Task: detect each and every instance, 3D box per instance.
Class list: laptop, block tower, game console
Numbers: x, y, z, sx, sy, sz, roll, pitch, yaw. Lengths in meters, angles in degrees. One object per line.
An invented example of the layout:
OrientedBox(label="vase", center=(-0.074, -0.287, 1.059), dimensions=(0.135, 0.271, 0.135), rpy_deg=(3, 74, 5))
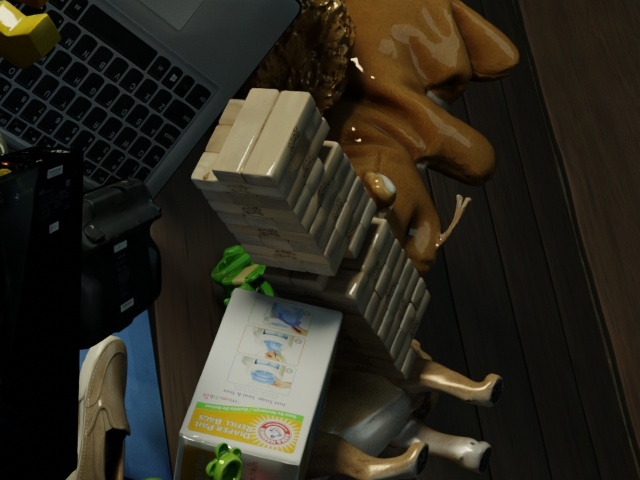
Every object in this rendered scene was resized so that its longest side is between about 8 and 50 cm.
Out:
OrientedBox(label="laptop", center=(-0.158, -0.058, 1.250), dimensions=(0.236, 0.408, 0.382), rpy_deg=(40, 3, 32))
OrientedBox(label="block tower", center=(0.000, 0.000, 1.430), dimensions=(0.097, 0.091, 0.335), rpy_deg=(-65, 146, -26))
OrientedBox(label="game console", center=(-0.166, 0.039, 1.076), dimensions=(0.361, 0.044, 0.213), rpy_deg=(-42, 136, -78))

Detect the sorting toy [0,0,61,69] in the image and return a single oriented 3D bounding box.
OrientedBox(label="sorting toy", center=(-0.273, -0.196, 0.965), dimensions=(0.041, 0.307, 0.229), rpy_deg=(-52, 164, -25))

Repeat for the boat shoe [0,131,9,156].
OrientedBox(label="boat shoe", center=(-0.267, 0.027, 0.922), dimensions=(0.113, 0.127, 0.340), rpy_deg=(100, 11, -47))

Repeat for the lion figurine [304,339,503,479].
OrientedBox(label="lion figurine", center=(0.021, 0.187, 1.543), dimensions=(0.392, 0.240, 0.142), rpy_deg=(-24, 123, -58))

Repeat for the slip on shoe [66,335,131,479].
OrientedBox(label="slip on shoe", center=(-0.164, 0.140, 1.220), dimensions=(0.051, 0.041, 0.135), rpy_deg=(40, 57, -56))

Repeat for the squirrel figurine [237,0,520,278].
OrientedBox(label="squirrel figurine", center=(0.014, -0.134, 1.811), dimensions=(0.397, 0.281, 0.370), rpy_deg=(41, 40, -25))

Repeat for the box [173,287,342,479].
OrientedBox(label="box", center=(-0.054, 0.153, 1.379), dimensions=(0.203, 0.103, 0.114), rpy_deg=(-72, 174, -54))

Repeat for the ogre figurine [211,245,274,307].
OrientedBox(label="ogre figurine", center=(-0.057, 0.074, 1.559), dimensions=(0.118, 0.097, 0.197), rpy_deg=(63, -20, -15))

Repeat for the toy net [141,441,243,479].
OrientedBox(label="toy net", center=(-0.086, 0.271, 1.287), dimensions=(0.122, 0.045, 0.232), rpy_deg=(-43, 132, -33))
